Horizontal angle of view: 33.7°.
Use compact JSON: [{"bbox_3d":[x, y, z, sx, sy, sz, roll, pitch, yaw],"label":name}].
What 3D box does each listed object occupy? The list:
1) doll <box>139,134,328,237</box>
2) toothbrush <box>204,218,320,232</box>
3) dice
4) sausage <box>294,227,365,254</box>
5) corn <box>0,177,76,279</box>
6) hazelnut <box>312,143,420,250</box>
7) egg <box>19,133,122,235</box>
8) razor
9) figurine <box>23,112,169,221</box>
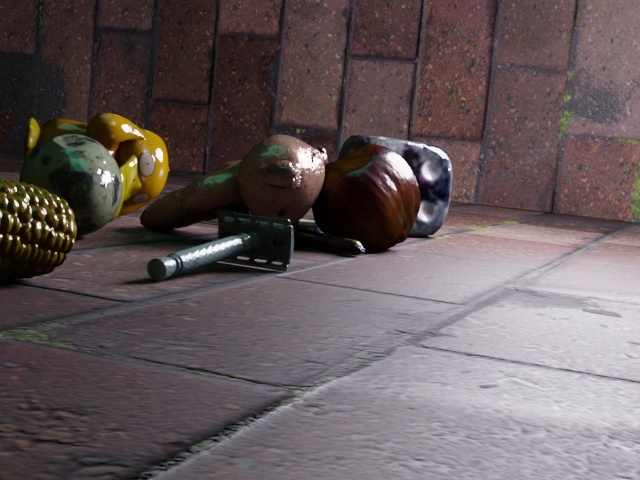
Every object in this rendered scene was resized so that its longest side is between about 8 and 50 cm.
[{"bbox_3d":[-0.126,-0.049,1.623,0.303,0.156,0.201,-23,2,24],"label":"doll"},{"bbox_3d":[-0.138,-0.037,1.833,0.303,0.030,0.030,8,6,23],"label":"toothbrush"},{"bbox_3d":[0.135,-0.104,2.020,0.182,0.183,0.181,5,4,-24],"label":"dice"},{"bbox_3d":[0.000,0.000,1.620,0.028,0.025,0.198,-2,10,-39],"label":"sausage"},{"bbox_3d":[-0.372,-0.013,0.940,0.120,0.121,0.363,9,5,33],"label":"corn"},{"bbox_3d":[0.073,-0.060,1.692,0.177,0.178,0.204,6,11,4],"label":"hazelnut"},{"bbox_3d":[-0.343,-0.074,1.455,0.141,0.141,0.181,3,15,-21],"label":"egg"},{"bbox_3d":[-0.126,0.013,1.231,0.106,0.068,0.232,7,11,23],"label":"razor"},{"bbox_3d":[-0.375,-0.125,1.745,0.228,0.215,0.215,19,7,4],"label":"figurine"}]
